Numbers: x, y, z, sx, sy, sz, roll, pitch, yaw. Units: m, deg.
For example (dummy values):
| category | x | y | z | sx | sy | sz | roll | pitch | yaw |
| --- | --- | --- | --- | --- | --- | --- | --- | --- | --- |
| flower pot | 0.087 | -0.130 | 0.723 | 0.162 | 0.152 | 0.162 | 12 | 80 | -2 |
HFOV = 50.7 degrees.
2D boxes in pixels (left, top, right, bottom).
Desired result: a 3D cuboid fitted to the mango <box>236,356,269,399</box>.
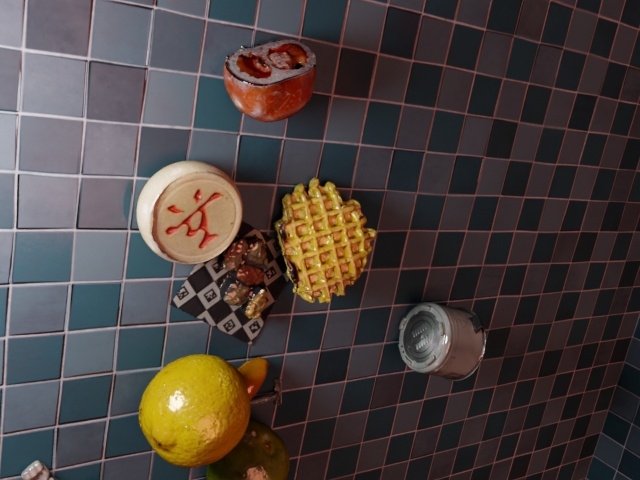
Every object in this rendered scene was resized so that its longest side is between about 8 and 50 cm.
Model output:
| category | x | y | z | sx | sy | sz | roll | pitch | yaw |
| --- | --- | --- | --- | --- | --- | --- | --- | --- | --- |
| mango | -0.205 | 0.385 | 1.856 | 0.084 | 0.105 | 0.159 | 35 | 73 | -13 |

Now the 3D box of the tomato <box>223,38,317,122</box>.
| category | x | y | z | sx | sy | sz | roll | pitch | yaw |
| --- | --- | --- | --- | --- | --- | --- | --- | --- | --- |
| tomato | -0.116 | -0.359 | 1.586 | 0.214 | 0.180 | 0.155 | -17 | 136 | -20 |

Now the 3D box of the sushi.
| category | x | y | z | sx | sy | sz | roll | pitch | yaw |
| --- | --- | --- | --- | --- | --- | --- | --- | --- | --- |
| sushi | -0.200 | 0.117 | 1.769 | 0.294 | 0.059 | 0.292 | 32 | 90 | -40 |

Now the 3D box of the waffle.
| category | x | y | z | sx | sy | sz | roll | pitch | yaw |
| --- | --- | --- | --- | --- | --- | --- | --- | --- | --- |
| waffle | 0.002 | 0.000 | 1.813 | 0.312 | 0.060 | 0.307 | 44 | 73 | -17 |

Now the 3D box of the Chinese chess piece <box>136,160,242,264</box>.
| category | x | y | z | sx | sy | sz | roll | pitch | yaw |
| --- | --- | --- | --- | --- | --- | --- | --- | --- | --- |
| Chinese chess piece | -0.307 | -0.066 | 1.597 | 0.250 | 0.103 | 0.249 | -14 | 118 | -28 |

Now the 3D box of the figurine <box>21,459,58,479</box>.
| category | x | y | z | sx | sy | sz | roll | pitch | yaw |
| --- | --- | --- | --- | --- | --- | --- | --- | --- | --- |
| figurine | -0.663 | 0.715 | 1.621 | 0.285 | 0.342 | 0.167 | 12 | 145 | -39 |

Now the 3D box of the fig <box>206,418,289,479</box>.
| category | x | y | z | sx | sy | sz | roll | pitch | yaw |
| --- | --- | --- | --- | --- | --- | --- | --- | --- | --- |
| fig | -0.212 | 0.658 | 1.919 | 0.233 | 0.233 | 0.314 | -12 | 143 | -31 |

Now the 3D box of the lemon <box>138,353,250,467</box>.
| category | x | y | z | sx | sy | sz | roll | pitch | yaw |
| --- | --- | --- | --- | --- | --- | --- | --- | --- | --- |
| lemon | -0.310 | 0.422 | 1.687 | 0.293 | 0.293 | 0.293 | -14 | 116 | -30 |

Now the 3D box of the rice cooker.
| category | x | y | z | sx | sy | sz | roll | pitch | yaw |
| --- | --- | --- | --- | --- | --- | --- | --- | --- | --- |
| rice cooker | 0.394 | 0.320 | 2.158 | 0.227 | 0.241 | 0.280 | 16 | 132 | -33 |

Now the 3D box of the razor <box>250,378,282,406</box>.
| category | x | y | z | sx | sy | sz | roll | pitch | yaw |
| --- | --- | --- | --- | --- | --- | --- | --- | --- | --- |
| razor | -0.203 | 0.464 | 1.927 | 0.211 | 0.036 | 0.084 | -13 | 114 | -31 |

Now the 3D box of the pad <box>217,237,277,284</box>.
| category | x | y | z | sx | sy | sz | roll | pitch | yaw |
| --- | --- | --- | --- | --- | --- | --- | --- | --- | --- |
| pad | -0.193 | 0.071 | 1.794 | 0.157 | 0.003 | 0.112 | -30 | 123 | -22 |
